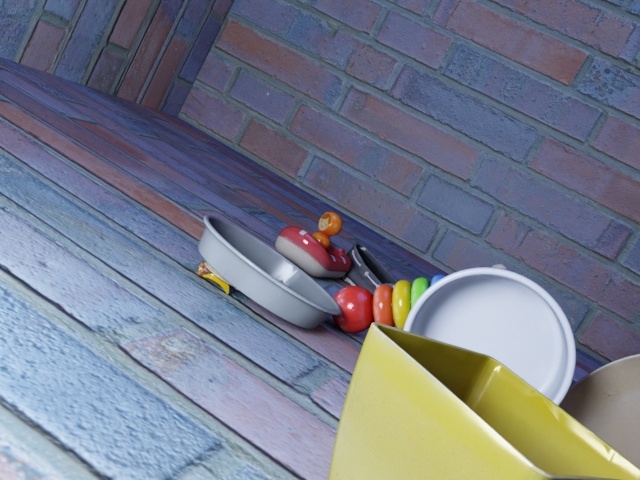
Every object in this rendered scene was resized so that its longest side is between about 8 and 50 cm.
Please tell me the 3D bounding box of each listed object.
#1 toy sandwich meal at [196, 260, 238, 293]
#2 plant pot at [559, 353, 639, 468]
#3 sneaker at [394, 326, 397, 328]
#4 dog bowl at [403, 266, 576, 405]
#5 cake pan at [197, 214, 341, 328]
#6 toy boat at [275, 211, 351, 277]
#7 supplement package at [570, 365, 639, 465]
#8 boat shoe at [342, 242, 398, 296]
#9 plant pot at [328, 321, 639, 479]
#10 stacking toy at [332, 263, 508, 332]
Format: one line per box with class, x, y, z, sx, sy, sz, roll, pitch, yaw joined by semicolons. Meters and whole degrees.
toy sandwich meal;-0.171;0.063;1.133;0.086;0.029;0.085;36;4;-3
plant pot;0.492;0.333;0.989;0.191;0.284;0.284;50;4;-12
sneaker;0.223;0.220;1.298;0.094;0.090;0.235;51;4;-30
dog bowl;0.268;0.174;1.085;0.265;0.264;0.104;31;7;13
cake pan;-0.095;0.060;1.179;0.293;0.054;0.293;35;4;-3
toy boat;0.000;0.000;1.610;0.151;0.151;0.231;32;9;23
supplement package;0.489;0.337;1.211;0.203;0.149;0.194;31;9;16
boat shoe;0.150;0.107;1.644;0.112;0.095;0.335;22;11;-38
plant pot;0.130;0.225;0.617;0.212;0.187;0.212;20;12;-40
stacking toy;0.182;0.122;1.240;0.331;0.141;0.141;-4;0;16
